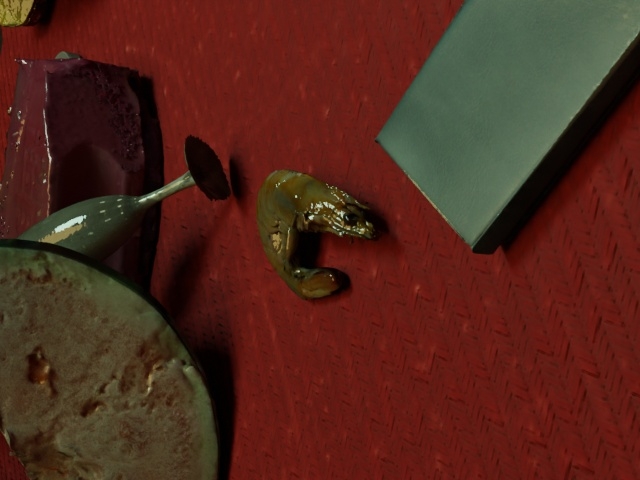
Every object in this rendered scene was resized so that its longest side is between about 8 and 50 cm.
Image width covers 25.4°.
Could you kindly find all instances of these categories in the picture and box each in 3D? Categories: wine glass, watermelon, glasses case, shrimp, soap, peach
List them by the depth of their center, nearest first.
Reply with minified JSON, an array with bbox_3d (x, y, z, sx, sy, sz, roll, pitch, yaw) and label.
[{"bbox_3d":[0.137,-0.118,0.800,0.105,0.056,0.266,50,132,20],"label":"glasses case"},{"bbox_3d":[-0.007,0.001,1.021,0.162,0.045,0.095,20,103,57],"label":"shrimp"},{"bbox_3d":[-0.217,0.113,1.168,0.224,0.180,0.305,-25,103,35],"label":"watermelon"},{"bbox_3d":[-0.175,-0.020,1.201,0.198,0.066,0.066,-25,59,22],"label":"wine glass"},{"bbox_3d":[-0.236,-0.027,1.358,0.182,0.112,0.289,12,97,62],"label":"soap"},{"bbox_3d":[-0.339,-0.286,1.628,0.077,0.050,0.083,10,104,37],"label":"peach"}]

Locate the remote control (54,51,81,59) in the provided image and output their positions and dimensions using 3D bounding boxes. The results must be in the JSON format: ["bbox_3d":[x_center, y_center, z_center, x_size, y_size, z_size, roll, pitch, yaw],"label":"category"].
[{"bbox_3d":[-0.309,-0.105,1.577,0.245,0.022,0.077,-59,37,36],"label":"remote control"}]
